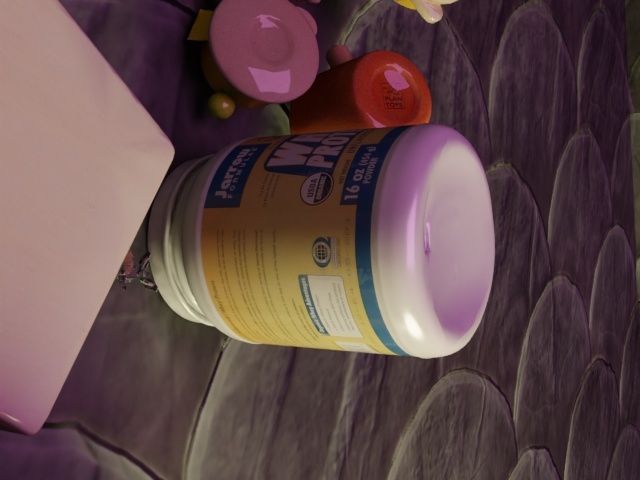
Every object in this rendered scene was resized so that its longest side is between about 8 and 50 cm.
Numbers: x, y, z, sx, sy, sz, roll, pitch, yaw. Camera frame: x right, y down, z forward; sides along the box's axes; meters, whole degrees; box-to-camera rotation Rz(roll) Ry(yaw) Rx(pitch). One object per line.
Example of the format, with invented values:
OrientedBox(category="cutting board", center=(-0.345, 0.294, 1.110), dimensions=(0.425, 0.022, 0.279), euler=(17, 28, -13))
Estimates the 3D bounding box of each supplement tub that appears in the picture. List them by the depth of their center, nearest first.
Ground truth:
OrientedBox(category="supplement tub", center=(0.000, 0.000, 0.536), dimensions=(0.144, 0.200, 0.144), euler=(0, 90, -58))

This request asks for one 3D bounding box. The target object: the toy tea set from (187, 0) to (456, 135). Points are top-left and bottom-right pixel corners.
OrientedBox(category="toy tea set", center=(0.013, -0.203, 0.675), dimensions=(0.200, 0.124, 0.335), euler=(29, 66, -21))

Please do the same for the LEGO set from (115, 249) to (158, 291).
OrientedBox(category="LEGO set", center=(-0.135, 0.005, 0.496), dimensions=(0.083, 0.024, 0.054), euler=(62, 38, -17))

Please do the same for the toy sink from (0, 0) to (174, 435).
OrientedBox(category="toy sink", center=(-0.191, -0.047, 0.303), dimensions=(0.234, 0.131, 0.152), euler=(55, 46, -49))
